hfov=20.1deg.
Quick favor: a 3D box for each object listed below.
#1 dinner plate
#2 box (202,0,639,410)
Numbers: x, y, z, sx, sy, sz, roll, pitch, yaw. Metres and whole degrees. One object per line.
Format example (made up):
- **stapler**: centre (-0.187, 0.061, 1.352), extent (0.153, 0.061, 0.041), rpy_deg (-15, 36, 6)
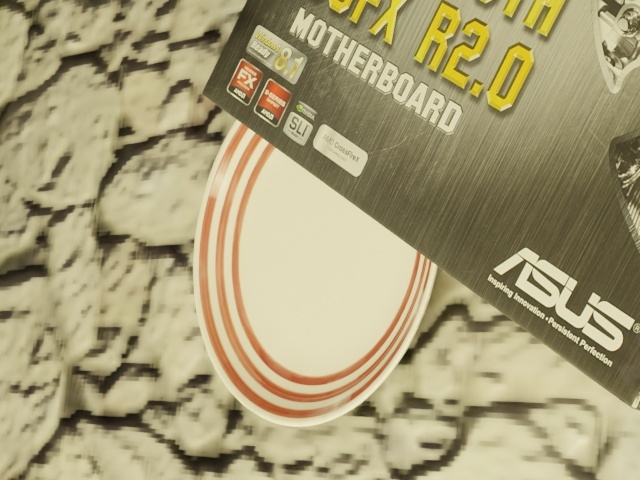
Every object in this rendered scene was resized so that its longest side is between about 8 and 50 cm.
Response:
- **dinner plate**: centre (0.000, 0.000, 0.680), extent (0.141, 0.017, 0.141), rpy_deg (-15, 69, 48)
- **box**: centre (0.078, -0.076, 0.561), extent (0.231, 0.056, 0.183), rpy_deg (39, 107, 44)
